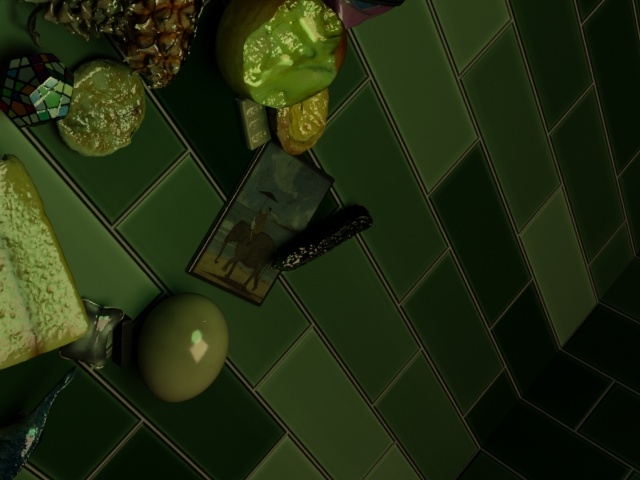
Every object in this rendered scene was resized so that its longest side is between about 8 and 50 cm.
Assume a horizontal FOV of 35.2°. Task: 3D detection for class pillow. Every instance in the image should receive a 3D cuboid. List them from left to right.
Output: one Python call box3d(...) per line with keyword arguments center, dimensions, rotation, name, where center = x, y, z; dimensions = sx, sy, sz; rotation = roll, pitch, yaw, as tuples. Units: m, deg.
box3d(center=(-0.451, 0.184, 1.988), dimensions=(0.091, 0.055, 0.136), rotation=(15, 101, -47), name="pillow")

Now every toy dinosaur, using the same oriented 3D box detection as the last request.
box3d(center=(-0.579, 0.386, 1.920), dimensions=(0.076, 0.147, 0.363), rotation=(39, 76, -52), name="toy dinosaur")

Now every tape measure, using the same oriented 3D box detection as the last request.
box3d(center=(0.080, -0.561, 2.019), dimensions=(0.245, 0.149, 0.232), rotation=(-23, 131, -26), name="tape measure")

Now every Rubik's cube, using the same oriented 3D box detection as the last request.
box3d(center=(-0.468, -0.248, 1.661), dimensions=(0.111, 0.133, 0.133), rotation=(14, 105, -21), name="Rubik's cube")

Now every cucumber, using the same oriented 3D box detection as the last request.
box3d(center=(0.001, 0.000, 2.310), dimensions=(0.300, 0.072, 0.072), rotation=(-31, 133, -37), name="cucumber")

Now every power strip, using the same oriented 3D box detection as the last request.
box3d(center=(-0.405, 0.203, 2.062), dimensions=(0.029, 0.038, 0.111), rotation=(-17, 125, -41), name="power strip")
box3d(center=(-0.138, -0.250, 2.063), dimensions=(0.056, 0.032, 0.123), rotation=(-34, 133, -29), name="power strip")

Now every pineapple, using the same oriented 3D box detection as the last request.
box3d(center=(-0.353, -0.400, 1.648), dimensions=(0.271, 0.262, 0.263), rotation=(11, 106, -25), name="pineapple")

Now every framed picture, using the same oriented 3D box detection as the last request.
box3d(center=(-0.126, -0.038, 2.221), dimensions=(0.265, 0.016, 0.347), rotation=(32, 88, -50), name="framed picture")

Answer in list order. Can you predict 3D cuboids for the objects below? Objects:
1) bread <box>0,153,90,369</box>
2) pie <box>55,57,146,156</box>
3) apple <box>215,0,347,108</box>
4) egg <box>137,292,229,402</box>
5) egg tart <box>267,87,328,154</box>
box3d(center=(-0.580, 0.032, 1.735), dimensions=(0.233, 0.244, 0.362), rotation=(-22, 103, -34), name="bread")
box3d(center=(-0.392, -0.237, 1.802), dimensions=(0.186, 0.041, 0.187), rotation=(-24, 128, -35), name="pie")
box3d(center=(-0.077, -0.362, 1.893), dimensions=(0.246, 0.246, 0.226), rotation=(23, 101, -50), name="apple")
box3d(center=(-0.286, 0.222, 2.081), dimensions=(0.186, 0.186, 0.242), rotation=(0, 122, -46), name="egg")
box3d(center=(-0.051, -0.269, 2.090), dimensions=(0.191, 0.074, 0.191), rotation=(-34, 131, -50), name="egg tart")
